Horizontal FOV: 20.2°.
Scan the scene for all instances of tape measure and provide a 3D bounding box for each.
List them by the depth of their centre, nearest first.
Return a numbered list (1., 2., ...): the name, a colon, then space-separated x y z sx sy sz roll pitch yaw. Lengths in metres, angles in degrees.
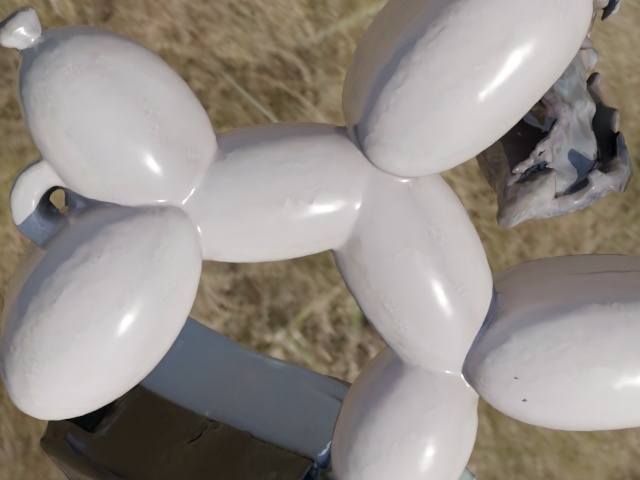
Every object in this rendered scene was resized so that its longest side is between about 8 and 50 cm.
1. tape measure: -0.001 0.124 0.737 0.107 0.182 0.181 -52 139 -23

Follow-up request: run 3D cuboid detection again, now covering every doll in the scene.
1. doll: 0.000 0.000 0.422 0.160 0.059 0.161 -27 109 1

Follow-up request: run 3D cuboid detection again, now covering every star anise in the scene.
1. star anise: 0.138 -0.122 1.028 0.111 0.257 0.198 9 128 16
